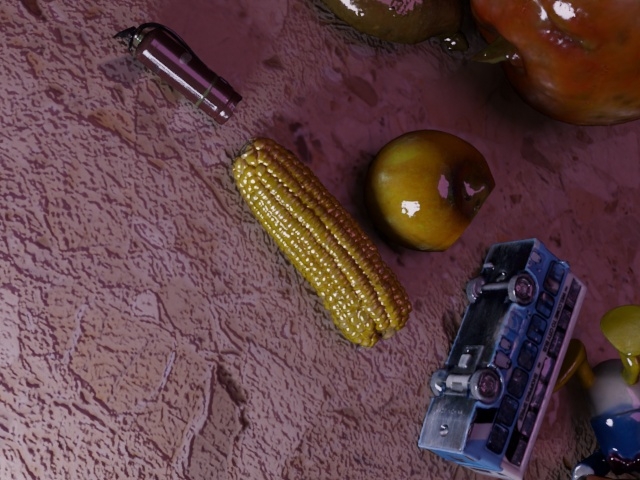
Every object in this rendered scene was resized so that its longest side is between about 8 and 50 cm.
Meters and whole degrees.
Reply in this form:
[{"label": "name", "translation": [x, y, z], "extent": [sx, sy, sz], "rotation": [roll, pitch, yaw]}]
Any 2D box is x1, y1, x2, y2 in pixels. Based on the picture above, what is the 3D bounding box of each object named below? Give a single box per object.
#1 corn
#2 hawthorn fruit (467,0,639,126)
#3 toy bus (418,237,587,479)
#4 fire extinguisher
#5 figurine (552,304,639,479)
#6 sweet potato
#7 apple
[{"label": "corn", "translation": [0.000, 0.000, 1.098], "extent": [0.101, 0.101, 0.292], "rotation": [-43, 100, -28]}, {"label": "hawthorn fruit", "translation": [0.361, -0.341, 1.211], "extent": [0.402, 0.403, 0.403], "rotation": [5, 80, -29]}, {"label": "toy bus", "translation": [0.238, 0.152, 1.203], "extent": [0.131, 0.106, 0.297], "rotation": [34, 69, -23]}, {"label": "fire extinguisher", "translation": [-0.161, -0.202, 1.066], "extent": [0.157, 0.045, 0.078], "rotation": [37, 38, -19]}, {"label": "figurine", "translation": [0.441, 0.300, 1.251], "extent": [0.338, 0.204, 0.284], "rotation": [48, 37, -29]}, {"label": "sweet potato", "translation": [0.080, -0.314, 1.188], "extent": [0.310, 0.098, 0.124], "rotation": [25, 49, -23]}, {"label": "apple", "translation": [0.138, -0.058, 1.150], "extent": [0.163, 0.147, 0.146], "rotation": [34, 68, -23]}]
